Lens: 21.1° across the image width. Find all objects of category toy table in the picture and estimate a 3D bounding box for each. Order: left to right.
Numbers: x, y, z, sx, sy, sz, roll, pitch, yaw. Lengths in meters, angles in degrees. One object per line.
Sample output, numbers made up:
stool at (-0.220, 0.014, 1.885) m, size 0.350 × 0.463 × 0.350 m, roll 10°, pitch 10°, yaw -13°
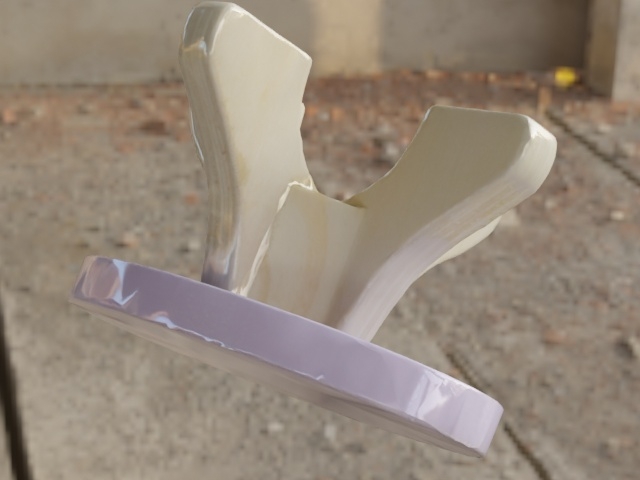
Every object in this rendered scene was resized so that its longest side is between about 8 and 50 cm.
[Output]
toy table at (0.000, 0.000, 0.910) m, size 0.274 × 0.160 × 0.252 m, roll 16°, pitch -11°, yaw 34°
